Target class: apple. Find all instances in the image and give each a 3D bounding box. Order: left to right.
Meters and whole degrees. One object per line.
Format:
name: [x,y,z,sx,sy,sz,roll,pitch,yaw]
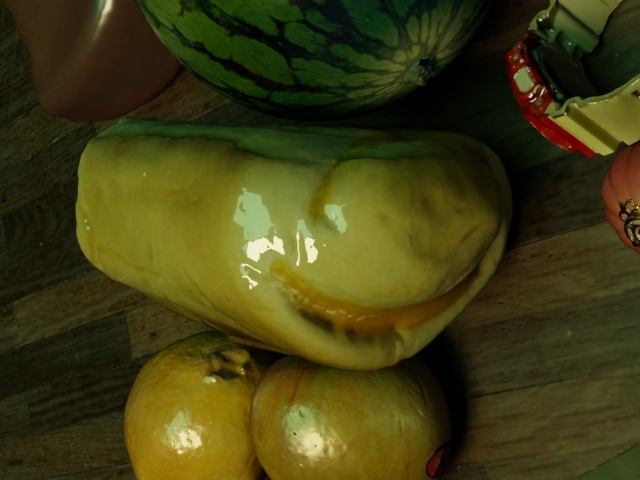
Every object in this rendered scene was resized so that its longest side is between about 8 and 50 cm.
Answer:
apple: [0.029,0.174,1.026,0.182,0.182,0.155,1,101,44]

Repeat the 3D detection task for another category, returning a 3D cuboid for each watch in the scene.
watch: [0.260,-0.174,0.835,0.268,0.102,0.165,-34,38,40]

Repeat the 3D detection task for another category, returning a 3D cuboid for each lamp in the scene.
lamp: [0.266,-0.031,0.852,0.107,0.092,0.107,33,146,26]

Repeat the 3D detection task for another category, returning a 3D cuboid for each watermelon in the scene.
watermelon: [-0.009,-0.270,0.950,0.363,0.363,0.363,1,91,44]

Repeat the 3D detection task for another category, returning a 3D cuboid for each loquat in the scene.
loquat: [-0.113,0.190,1.152,0.176,0.187,0.234,45,150,22]

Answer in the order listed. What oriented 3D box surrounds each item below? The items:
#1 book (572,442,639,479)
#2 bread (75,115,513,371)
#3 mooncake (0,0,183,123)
book: [0.289,0.261,0.760,0.282,0.215,0.025,51,138,28]
bread: [0.000,0.000,0.973,0.341,0.300,0.210,8,102,40]
mooncake: [-0.251,-0.301,1.287,0.326,0.174,0.333,22,109,44]
